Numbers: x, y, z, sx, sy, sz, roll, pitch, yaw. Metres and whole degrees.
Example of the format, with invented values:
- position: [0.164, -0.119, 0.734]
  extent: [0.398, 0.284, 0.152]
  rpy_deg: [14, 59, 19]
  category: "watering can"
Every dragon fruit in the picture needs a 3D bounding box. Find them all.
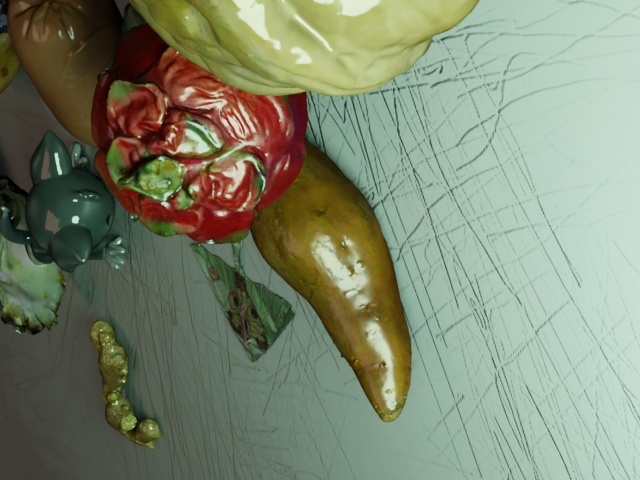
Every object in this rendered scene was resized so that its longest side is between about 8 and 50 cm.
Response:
- position: [-0.103, -0.105, 1.053]
  extent: [0.192, 0.193, 0.274]
  rpy_deg: [55, -164, -21]
  category: "dragon fruit"

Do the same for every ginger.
- position: [-0.309, 0.232, 1.885]
  extent: [0.193, 0.052, 0.176]
  rpy_deg: [55, 143, 19]
  category: "ginger"

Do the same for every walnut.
- position: [-0.016, -0.236, 0.838]
  extent: [0.313, 0.277, 0.252]
  rpy_deg: [43, -160, -37]
  category: "walnut"

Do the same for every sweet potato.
- position: [-0.001, -0.005, 1.150]
  extent: [0.359, 0.112, 0.112]
  rpy_deg: [53, 149, 16]
  category: "sweet potato"

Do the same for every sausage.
- position: [-0.261, -0.200, 1.343]
  extent: [0.121, 0.121, 0.304]
  rpy_deg: [59, 172, 14]
  category: "sausage"

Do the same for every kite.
- position: [-0.096, 0.039, 1.439]
  extent: [0.229, 0.012, 0.250]
  rpy_deg: [31, 134, 45]
  category: "kite"

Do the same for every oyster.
- position: [-0.466, 0.016, 1.864]
  extent: [0.092, 0.198, 0.260]
  rpy_deg: [-12, 94, 15]
  category: "oyster"

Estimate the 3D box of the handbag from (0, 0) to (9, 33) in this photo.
- position: [-0.346, -0.370, 1.435]
  extent: [0.229, 0.126, 0.208]
  rpy_deg: [-57, 47, 48]
  category: "handbag"

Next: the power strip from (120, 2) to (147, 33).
- position: [-0.125, -0.166, 1.254]
  extent: [0.288, 0.093, 0.053]
  rpy_deg: [62, 155, 6]
  category: "power strip"

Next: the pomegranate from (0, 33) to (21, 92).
- position: [-0.517, -0.285, 1.729]
  extent: [0.215, 0.215, 0.215]
  rpy_deg: [38, 140, 41]
  category: "pomegranate"

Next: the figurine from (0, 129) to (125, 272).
- position: [-0.366, -0.040, 1.708]
  extent: [0.265, 0.140, 0.193]
  rpy_deg: [-15, 80, 46]
  category: "figurine"
